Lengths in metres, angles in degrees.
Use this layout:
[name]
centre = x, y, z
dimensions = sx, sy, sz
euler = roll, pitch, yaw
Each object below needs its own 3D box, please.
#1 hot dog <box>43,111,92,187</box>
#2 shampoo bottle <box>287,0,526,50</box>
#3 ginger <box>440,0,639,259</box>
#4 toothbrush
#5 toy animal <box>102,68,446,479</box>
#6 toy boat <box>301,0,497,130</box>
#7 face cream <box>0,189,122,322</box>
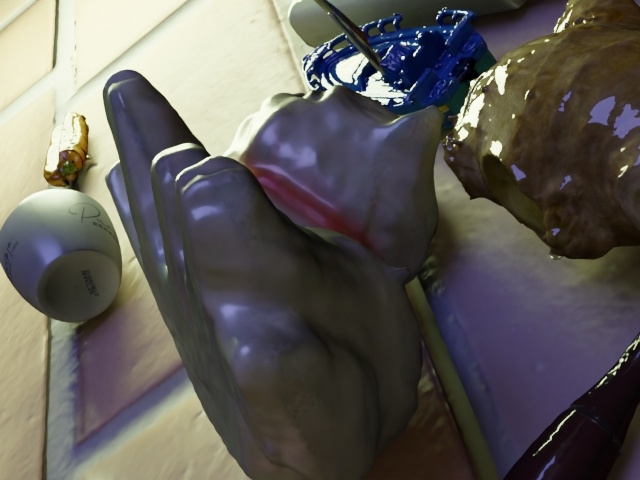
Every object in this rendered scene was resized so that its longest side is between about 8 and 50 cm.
[hot dog]
centre = -0.237, -0.086, 1.141
dimensions = 0.049, 0.037, 0.122
euler = -45, 24, 20
[shampoo bottle]
centre = 0.106, -0.204, 0.850
dimensions = 0.284, 0.071, 0.153
euler = 9, 61, 55
[ginger]
centre = 0.144, -0.061, 0.610
dimensions = 0.157, 0.102, 0.216
euler = -42, 30, -10
[toothbrush]
centre = 0.084, 0.127, 0.516
dimensions = 0.364, 0.041, 0.041
euler = -51, 32, -13
[toy animal]
centre = 0.000, 0.000, 0.616
dimensions = 0.188, 0.308, 0.266
euler = -10, 67, -12
[toy boat]
centre = 0.031, -0.133, 0.817
dimensions = 0.091, 0.110, 0.175
euler = -54, 31, -16
[face cream]
centre = -0.197, 0.012, 0.924
dimensions = 0.091, 0.091, 0.095
euler = -43, 39, 2
